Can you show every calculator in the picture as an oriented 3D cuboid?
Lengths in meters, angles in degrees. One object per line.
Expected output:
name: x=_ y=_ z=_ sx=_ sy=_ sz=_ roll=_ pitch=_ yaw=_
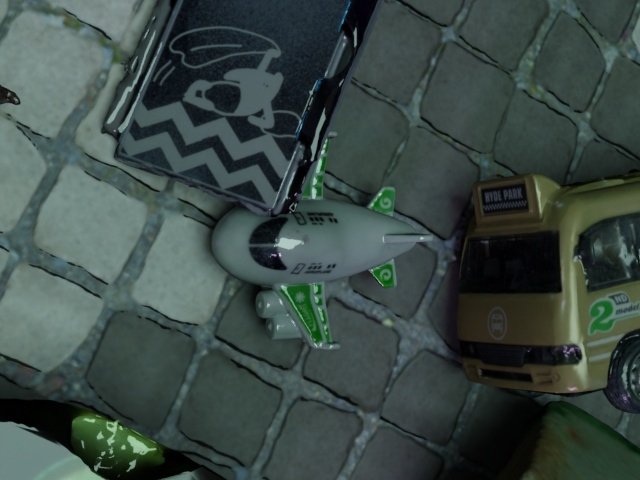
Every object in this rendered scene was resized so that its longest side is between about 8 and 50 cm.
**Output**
calculator: x=-0.047 y=-0.165 z=0.832 sx=0.166 sy=0.028 sz=0.274 roll=21 pitch=82 yaw=7

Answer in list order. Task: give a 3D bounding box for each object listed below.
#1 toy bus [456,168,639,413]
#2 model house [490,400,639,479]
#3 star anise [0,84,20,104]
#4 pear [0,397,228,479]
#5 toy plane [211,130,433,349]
toy bus: x=0.298 y=0.025 z=0.948 sx=0.365 sy=0.177 sz=0.202 roll=-10 pitch=92 yaw=-27
model house: x=0.218 y=0.342 z=0.899 sx=0.312 sy=0.245 sz=0.280 roll=35 pitch=109 yaw=5
star anise: x=-0.289 y=-0.097 z=0.738 sx=0.129 sy=0.056 sz=0.124 roll=-43 pitch=95 yaw=-21
pear: x=-0.213 y=0.289 z=0.720 sx=0.399 sy=0.165 sz=0.398 roll=0 pitch=91 yaw=-24
toy plane: x=-0.002 y=0.000 z=0.860 sx=0.174 sy=0.080 sz=0.174 roll=-1 pitch=93 yaw=-23
